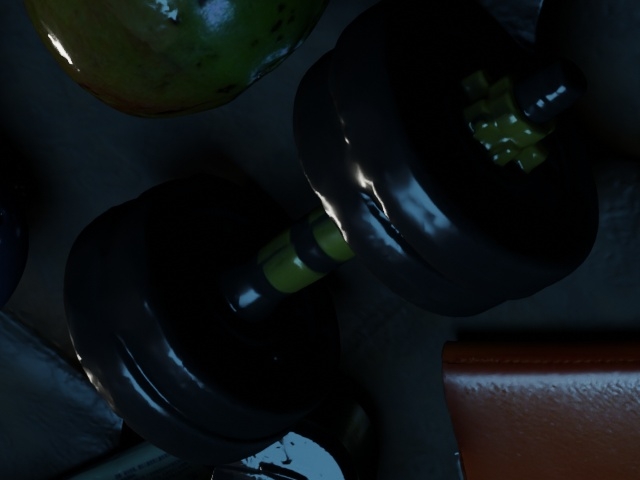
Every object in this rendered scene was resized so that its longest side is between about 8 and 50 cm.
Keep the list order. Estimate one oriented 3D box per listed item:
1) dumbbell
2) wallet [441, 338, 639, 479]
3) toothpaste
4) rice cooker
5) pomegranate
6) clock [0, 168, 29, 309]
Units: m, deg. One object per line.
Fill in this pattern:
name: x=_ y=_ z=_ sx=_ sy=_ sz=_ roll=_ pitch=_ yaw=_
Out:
dumbbell: x=0.000 y=0.000 z=0.938 sx=0.388 sy=0.185 sz=0.185 roll=-34 pitch=107 yaw=35
wallet: x=0.188 y=0.124 z=1.039 sx=0.204 sy=0.045 sz=0.142 roll=-3 pitch=120 yaw=22
toothpaste: x=-0.176 y=0.201 z=1.234 sx=0.268 sy=0.047 sz=0.069 roll=-24 pitch=99 yaw=31
rice cooker: x=-0.019 y=0.175 z=1.118 sx=0.112 sy=0.106 sz=0.165 roll=17 pitch=132 yaw=9
pomegranate: x=-0.095 y=-0.177 z=0.864 sx=0.224 sy=0.181 sz=0.181 roll=49 pitch=128 yaw=5
clock: x=-0.290 y=-0.034 z=1.030 sx=0.146 sy=0.199 sz=0.243 roll=41 pitch=158 yaw=48
